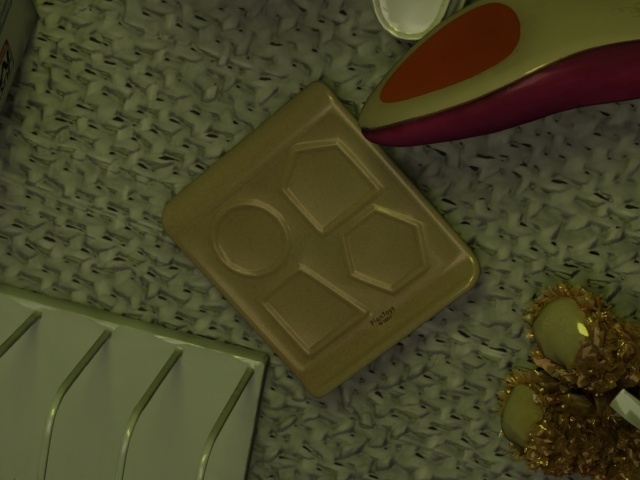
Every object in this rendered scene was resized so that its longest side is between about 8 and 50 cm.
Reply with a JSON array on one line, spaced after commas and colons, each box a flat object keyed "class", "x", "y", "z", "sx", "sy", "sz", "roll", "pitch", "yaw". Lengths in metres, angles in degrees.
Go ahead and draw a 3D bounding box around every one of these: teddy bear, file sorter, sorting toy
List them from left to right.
[{"class": "file sorter", "x": -0.211, "y": 0.178, "z": 1.658, "sx": 0.278, "sy": 0.173, "sz": 0.192, "roll": 14, "pitch": 114, "yaw": 8}, {"class": "sorting toy", "x": 0.000, "y": 0.000, "z": 1.612, "sx": 0.193, "sy": 0.038, "sz": 0.208, "roll": -38, "pitch": 94, "yaw": 24}, {"class": "teddy bear", "x": 0.302, "y": 0.151, "z": 1.571, "sx": 0.338, "sy": 0.113, "sz": 0.245, "roll": 7, "pitch": 106, "yaw": 19}]

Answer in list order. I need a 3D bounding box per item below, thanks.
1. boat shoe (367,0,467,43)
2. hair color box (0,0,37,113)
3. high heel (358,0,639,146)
[{"class": "boat shoe", "x": 0.068, "y": -0.269, "z": 1.448, "sx": 0.098, "sy": 0.096, "sz": 0.277, "roll": 6, "pitch": 114, "yaw": 10}, {"class": "hair color box", "x": -0.314, "y": -0.192, "z": 1.415, "sx": 0.114, "sy": 0.185, "sz": 0.374, "roll": 11, "pitch": 156, "yaw": 10}, {"class": "high heel", "x": 0.223, "y": -0.113, "z": 1.455, "sx": 0.377, "sy": 0.127, "sz": 0.181, "roll": -20, "pitch": 128, "yaw": 21}]
